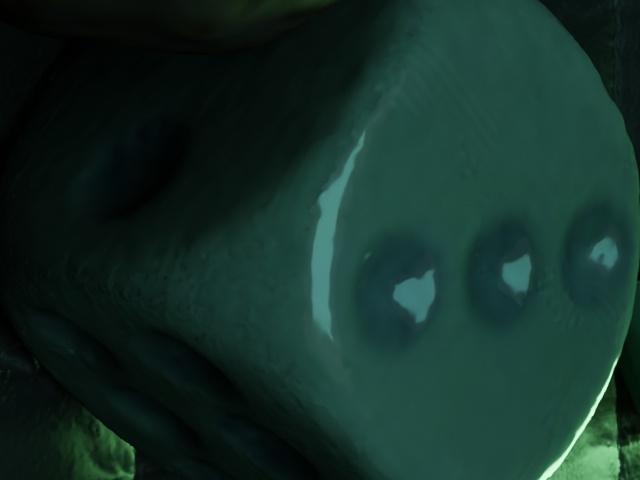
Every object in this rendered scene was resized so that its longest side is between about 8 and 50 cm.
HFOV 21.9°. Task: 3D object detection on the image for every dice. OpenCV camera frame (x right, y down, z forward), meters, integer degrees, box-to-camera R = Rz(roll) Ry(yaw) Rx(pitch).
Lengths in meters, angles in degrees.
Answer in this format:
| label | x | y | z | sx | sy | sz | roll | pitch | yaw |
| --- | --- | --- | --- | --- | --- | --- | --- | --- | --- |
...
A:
| label | x | y | z | sx | sy | sz | roll | pitch | yaw |
| --- | --- | --- | --- | --- | --- | --- | --- | --- | --- |
| dice | 0.000 | 0.000 | 0.922 | 0.262 | 0.264 | 0.268 | -57 | 131 | -24 |

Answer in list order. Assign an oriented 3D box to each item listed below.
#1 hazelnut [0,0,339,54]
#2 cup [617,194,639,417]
| label | x | y | z | sx | sy | sz | roll | pitch | yaw |
| --- | --- | --- | --- | --- | --- | --- | --- | --- | --- |
| hazelnut | -0.058 | -0.259 | 0.776 | 0.315 | 0.372 | 0.372 | 34 | 71 | -55 |
| cup | 0.301 | 0.081 | 1.338 | 0.148 | 0.134 | 0.236 | -43 | 127 | -29 |
